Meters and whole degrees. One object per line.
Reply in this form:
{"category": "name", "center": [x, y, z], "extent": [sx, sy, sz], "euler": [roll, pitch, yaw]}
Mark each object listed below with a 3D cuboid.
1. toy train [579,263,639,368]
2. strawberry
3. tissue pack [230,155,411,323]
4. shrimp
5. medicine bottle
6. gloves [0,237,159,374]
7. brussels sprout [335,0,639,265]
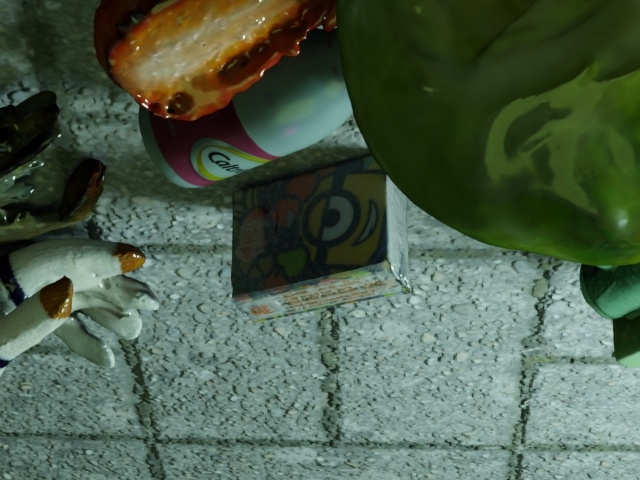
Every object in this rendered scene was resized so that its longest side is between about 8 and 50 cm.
{"category": "toy train", "center": [0.354, 0.000, 1.431], "extent": [0.237, 0.150, 0.369], "euler": [25, 141, -32]}
{"category": "strawberry", "center": [-0.070, -0.162, 1.269], "extent": [0.188, 0.082, 0.121], "euler": [-24, 136, 8]}
{"category": "tissue pack", "center": [0.000, 0.000, 1.494], "extent": [0.148, 0.108, 0.060], "euler": [-14, 148, 22]}
{"category": "shrimp", "center": [-0.253, -0.045, 1.497], "extent": [0.173, 0.058, 0.253], "euler": [17, 150, -36]}
{"category": "medicine bottle", "center": [-0.028, -0.110, 1.335], "extent": [0.217, 0.090, 0.090], "euler": [-19, 142, 30]}
{"category": "gloves", "center": [-0.256, 0.058, 1.611], "extent": [0.219, 0.131, 0.140], "euler": [-38, 151, 8]}
{"category": "brussels sprout", "center": [0.178, -0.129, 1.124], "extent": [0.344, 0.268, 0.344], "euler": [-1, 141, -1]}
